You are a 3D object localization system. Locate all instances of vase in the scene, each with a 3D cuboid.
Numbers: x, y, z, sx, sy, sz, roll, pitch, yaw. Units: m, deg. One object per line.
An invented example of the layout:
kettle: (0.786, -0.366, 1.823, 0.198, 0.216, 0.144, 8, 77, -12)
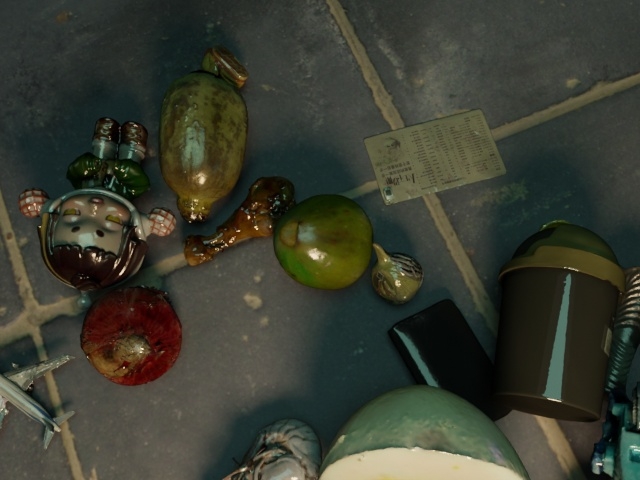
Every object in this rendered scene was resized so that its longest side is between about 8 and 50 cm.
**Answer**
vase: (0.547, 0.172, 1.209, 0.116, 0.115, 0.237, 24, 76, 8)

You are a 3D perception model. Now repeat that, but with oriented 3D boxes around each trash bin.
trash bin: (0.409, 0.130, 1.159, 0.214, 0.214, 0.333, 14, 72, 4)

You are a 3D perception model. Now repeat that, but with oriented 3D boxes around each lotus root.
lotus root: (-0.229, -0.187, 1.300, 0.173, 0.173, 0.309, -1, 74, -1)

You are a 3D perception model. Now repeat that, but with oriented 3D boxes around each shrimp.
shrimp: (-0.128, 0.441, 1.102, 0.145, 0.116, 0.343, 36, 68, 11)

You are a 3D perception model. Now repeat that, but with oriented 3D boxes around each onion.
onion: (-0.327, 0.168, 1.171, 0.184, 0.147, 0.183, 0, 89, -22)

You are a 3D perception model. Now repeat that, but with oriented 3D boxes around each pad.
pad: (0.235, -0.175, 1.369, 0.265, 0.009, 0.159, -15, 71, -6)

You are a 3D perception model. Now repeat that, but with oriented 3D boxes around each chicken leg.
chicken leg: (-0.153, -0.033, 1.286, 0.252, 0.087, 0.107, -32, 53, -4)

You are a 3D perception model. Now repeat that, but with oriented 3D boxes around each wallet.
wallet: (0.241, 0.238, 1.212, 0.149, 0.044, 0.250, -26, 74, -14)

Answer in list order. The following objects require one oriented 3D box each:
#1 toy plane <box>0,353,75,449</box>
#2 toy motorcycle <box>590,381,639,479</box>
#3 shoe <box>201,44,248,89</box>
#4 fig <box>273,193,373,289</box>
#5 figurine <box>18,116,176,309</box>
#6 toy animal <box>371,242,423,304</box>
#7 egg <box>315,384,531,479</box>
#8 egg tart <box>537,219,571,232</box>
toy plane: (-0.544, 0.275, 1.185, 0.226, 0.058, 0.226, 34, 78, 14)
toy motorcycle: (0.502, 0.357, 1.028, 0.154, 0.206, 0.260, 1, 61, 26)
shoe: (-0.206, -0.355, 1.395, 0.109, 0.069, 0.072, 33, 37, -1)
fig: (0.000, 0.000, 1.226, 0.181, 0.191, 0.180, -3, 84, 32)
figurine: (-0.410, -0.061, 1.250, 0.282, 0.167, 0.369, 8, 63, -8)
toy animal: (0.142, 0.051, 1.239, 0.098, 0.098, 0.137, -20, 110, -7)
egg: (0.162, 0.337, 1.061, 0.337, 0.337, 0.201, 6, 44, 2)
egg tart: (0.469, 0.004, 1.294, 0.105, 0.039, 0.105, 0, 73, -1)
